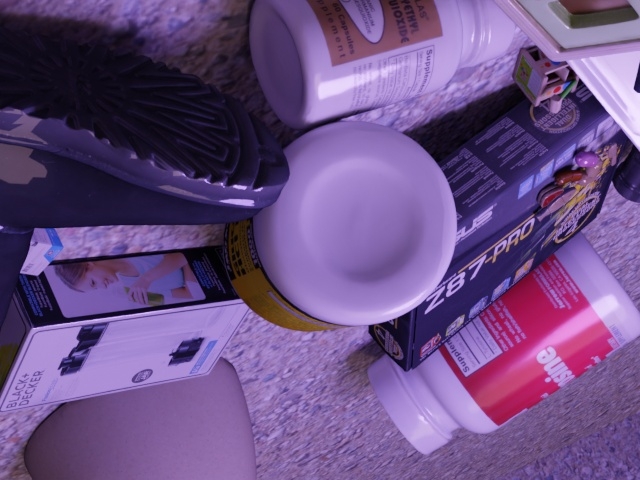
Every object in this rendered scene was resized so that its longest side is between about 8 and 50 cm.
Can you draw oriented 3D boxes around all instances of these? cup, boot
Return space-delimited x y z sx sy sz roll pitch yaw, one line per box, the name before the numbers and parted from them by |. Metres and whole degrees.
cup | -0.221 0.351 1.487 0.331 0.237 0.331 -23 151 -14
boot | -0.282 0.031 0.939 0.367 0.146 0.445 16 128 -22

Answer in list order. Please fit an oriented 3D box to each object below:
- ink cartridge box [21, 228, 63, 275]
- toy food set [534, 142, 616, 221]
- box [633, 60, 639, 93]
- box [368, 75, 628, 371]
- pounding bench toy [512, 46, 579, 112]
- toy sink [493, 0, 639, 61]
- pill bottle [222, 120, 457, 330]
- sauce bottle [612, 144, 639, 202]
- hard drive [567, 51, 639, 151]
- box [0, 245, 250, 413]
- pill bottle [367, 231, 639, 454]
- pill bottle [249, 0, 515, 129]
ink cartridge box | -0.309 0.006 1.057 0.048 0.028 0.083 -43 150 21
toy food set | 0.310 -0.078 1.290 0.122 0.019 0.078 -36 154 -2
box | 0.501 -0.266 0.955 0.179 0.313 0.343 -24 129 -44
box | 0.234 -0.035 1.373 0.395 0.097 0.318 -36 152 -19
pounding bench toy | 0.282 -0.193 1.249 0.065 0.083 0.052 -22 151 -16
toy sink | 0.222 -0.266 0.906 0.153 0.131 0.234 0 158 41
pill bottle | 0.000 0.000 1.082 0.188 0.187 0.334 -23 179 -15
sauce bottle | 0.509 -0.183 1.456 0.111 0.111 0.344 -16 147 -26
hard drive | 0.439 -0.284 1.161 0.353 0.047 0.233 -39 113 16
box | -0.239 0.100 1.218 0.290 0.087 0.169 -4 142 -40
pill bottle | 0.288 0.162 1.681 0.408 0.229 0.229 -36 152 10
pill bottle | 0.061 -0.194 0.982 0.229 0.131 0.131 -19 150 -22
